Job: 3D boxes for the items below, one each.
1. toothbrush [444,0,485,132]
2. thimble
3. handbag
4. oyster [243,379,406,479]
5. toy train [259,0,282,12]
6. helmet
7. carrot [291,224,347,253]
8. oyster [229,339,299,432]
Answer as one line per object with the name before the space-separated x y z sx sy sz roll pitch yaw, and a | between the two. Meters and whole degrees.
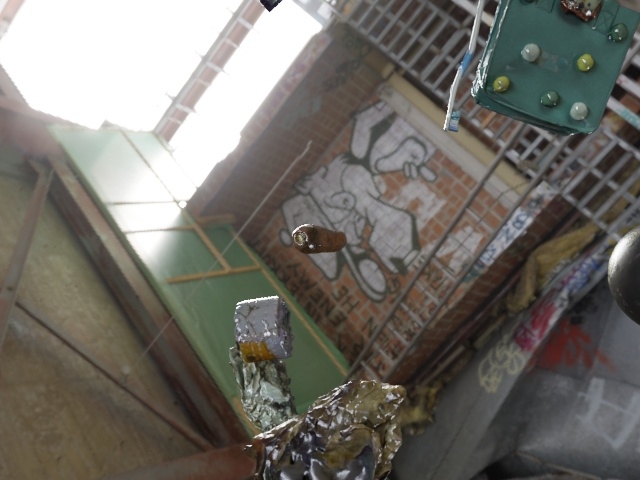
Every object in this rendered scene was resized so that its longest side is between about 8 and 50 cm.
toothbrush | 0.365 -0.455 1.575 0.040 0.386 0.040 13 171 2
thimble | -0.127 0.201 1.435 0.151 0.118 0.127 -95 -7 -49
handbag | 0.457 -0.364 1.227 0.269 0.274 0.100 20 -171 -3
oyster | 0.018 0.382 1.036 0.221 0.361 0.096 57 -162 7
toy train | -0.029 -0.268 0.647 0.017 0.083 0.017 47 162 -19
helmet | 0.641 0.075 1.141 0.160 0.230 0.279 5 -155 -25
carrot | 0.000 0.000 1.282 0.060 0.060 0.186 46 -163 21
oyster | -0.133 0.383 1.626 0.162 0.158 0.351 -1 -146 -29
